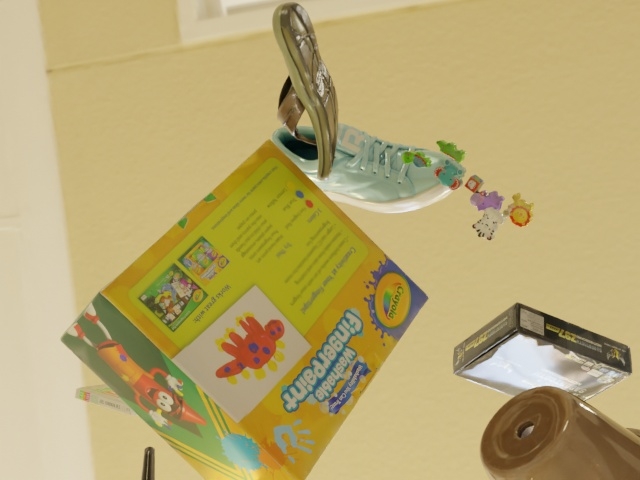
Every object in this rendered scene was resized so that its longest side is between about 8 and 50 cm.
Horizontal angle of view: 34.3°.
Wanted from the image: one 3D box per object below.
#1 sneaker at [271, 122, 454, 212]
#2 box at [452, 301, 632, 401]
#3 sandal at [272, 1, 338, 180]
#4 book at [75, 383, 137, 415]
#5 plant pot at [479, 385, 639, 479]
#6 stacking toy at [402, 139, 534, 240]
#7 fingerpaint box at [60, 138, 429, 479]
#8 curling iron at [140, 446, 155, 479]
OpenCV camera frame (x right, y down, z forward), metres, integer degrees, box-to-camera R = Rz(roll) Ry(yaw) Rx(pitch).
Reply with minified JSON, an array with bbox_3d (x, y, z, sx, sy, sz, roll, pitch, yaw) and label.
[{"bbox_3d":[0.070,-0.146,1.915,0.150,0.366,0.135,62,-143,-54],"label":"sneaker"},{"bbox_3d":[0.364,0.199,1.712,0.233,0.183,0.059,22,-128,-19],"label":"box"},{"bbox_3d":[-0.032,-0.229,1.604,0.120,0.086,0.302,-79,-24,-50],"label":"sandal"},{"bbox_3d":[-0.362,0.293,1.886,0.096,0.144,0.035,9,-90,-56],"label":"book"},{"bbox_3d":[0.339,0.320,1.405,0.229,0.263,0.263,46,-148,-21],"label":"plant pot"},{"bbox_3d":[0.252,-0.090,1.776,0.052,0.221,0.167,-58,-18,25],"label":"stacking toy"},{"bbox_3d":[-0.094,0.116,1.542,0.371,0.163,0.445,44,-136,-4],"label":"fingerpaint box"},{"bbox_3d":[-0.274,0.460,1.700,0.035,0.068,0.274,74,-178,-46],"label":"curling iron"}]
